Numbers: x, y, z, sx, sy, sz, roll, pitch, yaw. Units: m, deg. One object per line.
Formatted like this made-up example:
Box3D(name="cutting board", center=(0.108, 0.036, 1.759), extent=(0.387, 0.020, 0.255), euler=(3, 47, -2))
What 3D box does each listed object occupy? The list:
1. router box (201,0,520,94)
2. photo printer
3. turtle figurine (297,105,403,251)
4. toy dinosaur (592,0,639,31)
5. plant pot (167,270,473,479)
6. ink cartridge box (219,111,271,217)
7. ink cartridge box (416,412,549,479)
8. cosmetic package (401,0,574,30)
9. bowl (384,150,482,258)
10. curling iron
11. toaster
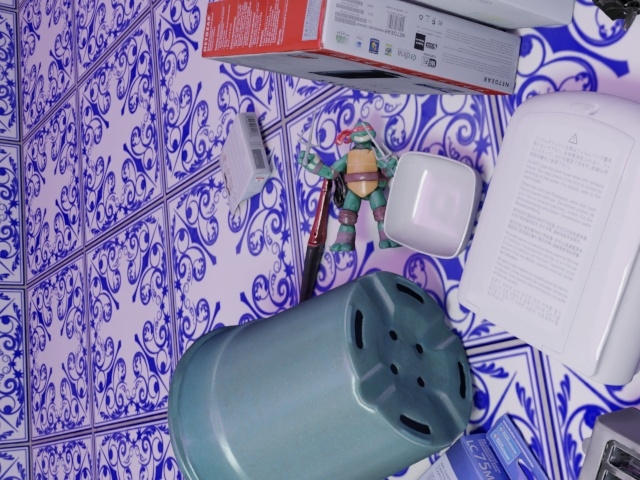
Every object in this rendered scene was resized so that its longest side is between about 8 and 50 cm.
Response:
Box3D(name="router box", center=(0.053, -0.269, 1.178), extent=(0.301, 0.335, 0.082), euler=(14, 98, 54))
Box3D(name="photo printer", center=(0.307, -0.020, 1.006), extent=(0.256, 0.107, 0.307), euler=(30, 110, 52))
Box3D(name="turtle figurine", center=(0.065, -0.102, 1.324), extent=(0.175, 0.118, 0.234), euler=(-5, 91, 34))
Box3D(name="toy dinosaur", center=(0.367, -0.367, 0.937), extent=(0.218, 0.164, 0.322), euler=(-45, 30, 21))
Box3D(name="plant pot", center=(0.015, 0.224, 1.217), extent=(0.334, 0.341, 0.341), euler=(-32, 62, 38))
Box3D(name="ink cartridge box", center=(-0.155, -0.149, 1.701), extent=(0.179, 0.045, 0.145), euler=(122, 137, -58))
Box3D(name="ink cartridge box", center=(0.196, 0.400, 1.157), extent=(0.311, 0.065, 0.186), euler=(-54, 48, 33))
Box3D(name="cosmetic package", center=(0.181, -0.362, 1.106), extent=(0.224, 0.224, 0.138), euler=(11, 95, 53))
Box3D(name="bowl", center=(0.170, -0.052, 1.221), extent=(0.142, 0.053, 0.142), euler=(21, 104, 40))
Box3D(name="curling iron", center=(0.000, 0.000, 1.469), extent=(0.068, 0.035, 0.274), euler=(39, 117, 48))
Box3D(name="toaster", center=(0.361, 0.294, 0.904), extent=(0.185, 0.110, 0.168), euler=(27, 109, 50))
